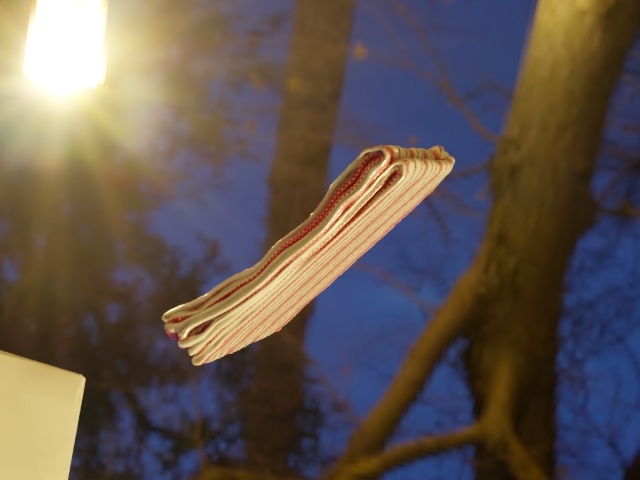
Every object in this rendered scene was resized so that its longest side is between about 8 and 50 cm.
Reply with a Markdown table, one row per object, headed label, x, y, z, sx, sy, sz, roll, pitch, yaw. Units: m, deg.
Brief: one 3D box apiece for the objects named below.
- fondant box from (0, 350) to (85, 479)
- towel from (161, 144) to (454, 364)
| label | x | y | z | sx | sy | sz | roll | pitch | yaw |
| --- | --- | --- | --- | --- | --- | --- | --- | --- | --- |
| fondant box | -0.304 | 0.108 | 0.997 | 0.238 | 0.096 | 0.330 | 20 | 155 | -30 |
| towel | 0.000 | 0.000 | 1.011 | 0.029 | 0.144 | 0.197 | 49 | -170 | 5 |
